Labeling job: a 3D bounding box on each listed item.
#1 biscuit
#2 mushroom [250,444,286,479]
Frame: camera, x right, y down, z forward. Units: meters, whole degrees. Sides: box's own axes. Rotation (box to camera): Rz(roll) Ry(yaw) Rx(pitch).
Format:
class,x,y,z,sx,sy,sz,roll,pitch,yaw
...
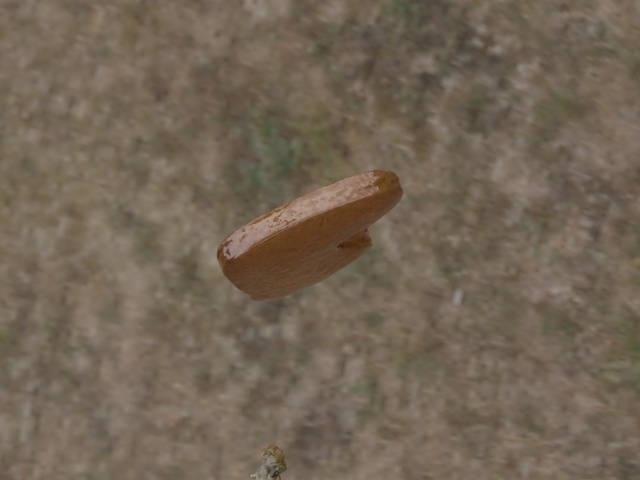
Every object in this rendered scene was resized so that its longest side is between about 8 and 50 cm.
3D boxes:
class,x,y,z,sx,sy,sz,roll,pitch,yaw
biscuit,0.000,0.001,1.739,0.186,0.192,0.036,-25,72,5
mushroom,-0.043,0.211,1.065,0.026,0.028,0.286,-32,25,22
